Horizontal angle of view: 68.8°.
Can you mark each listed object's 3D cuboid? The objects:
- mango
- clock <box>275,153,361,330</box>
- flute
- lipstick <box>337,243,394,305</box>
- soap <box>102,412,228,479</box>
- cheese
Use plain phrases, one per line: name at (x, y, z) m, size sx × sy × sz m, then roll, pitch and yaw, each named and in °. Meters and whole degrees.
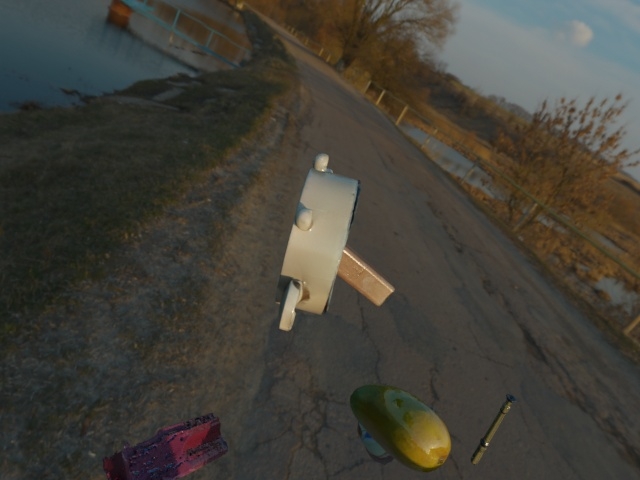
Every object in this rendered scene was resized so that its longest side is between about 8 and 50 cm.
mango at (0.122, 0.292, 0.748) m, size 0.195 × 0.092 × 0.130 m, roll 18°, pitch -38°, yaw 48°
clock at (0.000, 0.000, 0.504) m, size 0.063 × 0.155 × 0.229 m, roll 14°, pitch 44°, yaw -2°
flute at (0.434, 0.483, 1.185) m, size 0.027 × 0.233 × 0.027 m, roll 14°, pitch 24°, yaw -6°
lipstick at (0.053, 0.044, 0.745) m, size 0.145 × 0.045 × 0.045 m, roll 39°, pitch 8°, yaw -25°
soap at (-0.318, 0.433, 0.940) m, size 0.250 × 0.162 × 0.099 m, roll 36°, pitch 32°, yaw -71°
cheese at (0.175, 0.445, 1.132) m, size 0.074 × 0.286 × 0.188 m, roll 16°, pitch 69°, yaw -27°
